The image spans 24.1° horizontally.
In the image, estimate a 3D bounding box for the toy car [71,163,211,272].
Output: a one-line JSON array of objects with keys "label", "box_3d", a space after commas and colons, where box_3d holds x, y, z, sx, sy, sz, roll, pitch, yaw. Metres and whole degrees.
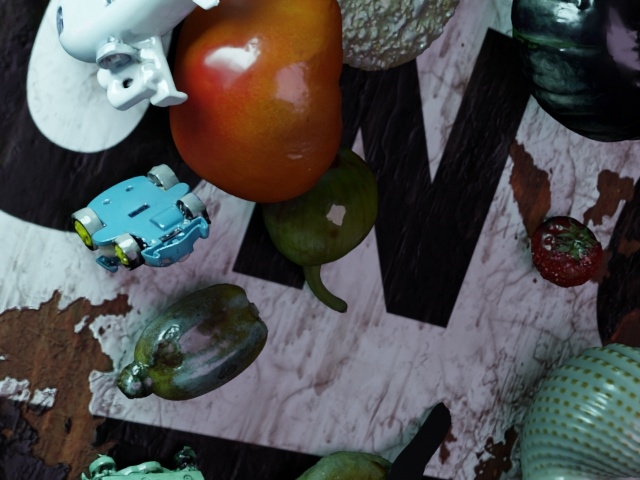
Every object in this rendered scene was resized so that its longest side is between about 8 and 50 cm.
[{"label": "toy car", "box_3d": [-0.180, -0.002, 1.637, 0.126, 0.161, 0.098, -35, 132, -22]}]

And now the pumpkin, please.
[{"label": "pumpkin", "box_3d": [0.401, -0.258, 1.870, 0.295, 0.296, 0.296, -11, 111, -31]}]

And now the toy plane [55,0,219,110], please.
[{"label": "toy plane", "box_3d": [-0.174, -0.250, 1.526, 0.117, 0.244, 0.245, 7, 101, -46]}]

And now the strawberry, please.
[{"label": "strawberry", "box_3d": [0.328, 0.020, 2.024, 0.106, 0.106, 0.106, -11, 111, -31]}]

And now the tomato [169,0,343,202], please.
[{"label": "tomato", "box_3d": [-0.069, -0.171, 1.615, 0.180, 0.260, 0.260, 8, 101, -11]}]

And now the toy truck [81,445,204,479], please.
[{"label": "toy truck", "box_3d": [-0.205, 0.301, 1.772, 0.154, 0.080, 0.078, 0, 132, -34]}]

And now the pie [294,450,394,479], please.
[{"label": "pie", "box_3d": [0.031, 0.422, 1.964, 0.323, 0.070, 0.323, -11, 110, -32]}]

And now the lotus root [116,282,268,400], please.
[{"label": "lotus root", "box_3d": [-0.150, 0.125, 1.737, 0.192, 0.088, 0.113, -31, 104, -21]}]

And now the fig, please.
[{"label": "fig", "box_3d": [0.000, 0.000, 1.799, 0.149, 0.149, 0.245, -24, 136, -26]}]

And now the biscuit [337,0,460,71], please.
[{"label": "biscuit", "box_3d": [0.093, -0.277, 1.807, 0.250, 0.032, 0.133, -31, 121, -23]}]

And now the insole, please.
[{"label": "insole", "box_3d": [0.126, 0.290, 1.985, 0.188, 0.004, 0.064, -53, 125, -34]}]

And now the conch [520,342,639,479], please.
[{"label": "conch", "box_3d": [0.396, 0.292, 2.084, 0.319, 0.215, 0.303, -35, 121, 17]}]
